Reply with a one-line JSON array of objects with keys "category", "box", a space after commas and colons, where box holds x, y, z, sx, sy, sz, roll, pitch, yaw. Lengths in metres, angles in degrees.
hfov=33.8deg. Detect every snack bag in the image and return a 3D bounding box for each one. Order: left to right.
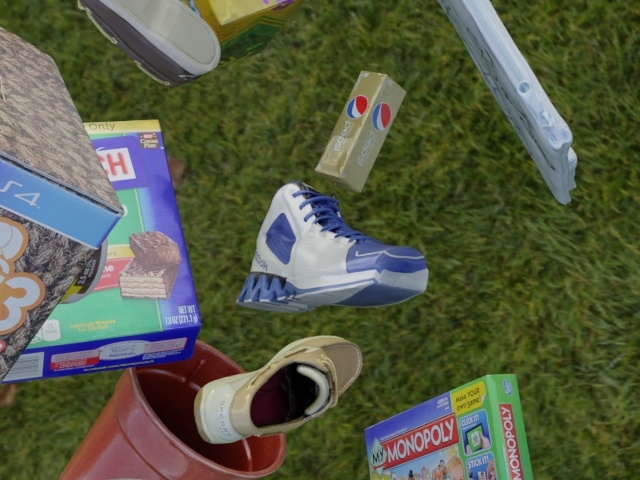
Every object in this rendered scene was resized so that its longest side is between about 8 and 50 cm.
[{"category": "snack bag", "box": [0.178, -0.202, 1.085, 0.037, 0.342, 0.323, -30, 77, 9]}]

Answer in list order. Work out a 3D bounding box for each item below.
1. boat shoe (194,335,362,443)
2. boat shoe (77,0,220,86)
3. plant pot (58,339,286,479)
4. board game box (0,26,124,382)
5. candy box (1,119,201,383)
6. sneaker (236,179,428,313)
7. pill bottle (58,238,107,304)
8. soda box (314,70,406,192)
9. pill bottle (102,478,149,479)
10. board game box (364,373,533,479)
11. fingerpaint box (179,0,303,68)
[{"category": "boat shoe", "box": [-0.013, 0.090, 0.633, 0.045, 0.135, 0.050, -6, 100, 41]}, {"category": "boat shoe", "box": [-0.287, -0.340, 1.479, 0.097, 0.324, 0.116, -23, 37, 42]}, {"category": "plant pot", "box": [-0.238, 0.323, 1.555, 0.265, 0.272, 0.272, -49, 64, 20]}, {"category": "board game box", "box": [-0.284, 0.010, 0.660, 0.291, 0.141, 0.232, -51, 38, 13]}, {"category": "candy box", "box": [-0.315, 0.006, 1.365, 0.122, 0.268, 0.317, 117, 142, -57]}, {"category": "sneaker", "box": [-0.001, 0.000, 1.466, 0.315, 0.127, 0.182, -8, 74, 47]}, {"category": "pill bottle", "box": [-0.316, 0.003, 0.999, 0.117, 0.215, 0.117, -2, 87, 37]}, {"category": "soda box", "box": [0.063, -0.171, 1.649, 0.058, 0.061, 0.181, 18, 80, 43]}, {"category": "pill bottle", "box": [-0.142, 0.315, 0.823, 0.204, 0.361, 0.204, 2, 67, -4]}, {"category": "board game box", "box": [0.156, 0.308, 1.316, 0.317, 0.046, 0.213, 139, 128, -57]}, {"category": "fingerpaint box", "box": [-0.217, -0.531, 1.737, 0.163, 0.371, 0.444, -24, 93, -15]}]
